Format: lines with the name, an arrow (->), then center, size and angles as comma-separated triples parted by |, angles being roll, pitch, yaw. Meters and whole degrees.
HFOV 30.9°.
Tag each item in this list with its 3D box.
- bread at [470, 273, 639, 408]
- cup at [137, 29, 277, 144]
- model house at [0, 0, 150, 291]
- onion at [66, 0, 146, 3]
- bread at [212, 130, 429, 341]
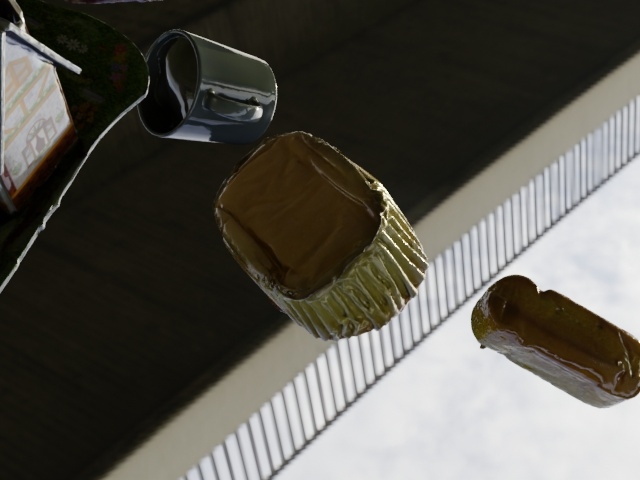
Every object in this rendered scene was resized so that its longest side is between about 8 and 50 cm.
bread -> 0.320, 0.134, 1.537 | 0.245, 0.094, 0.102 | 30, -118, -1
cup -> -0.075, -0.104, 0.844 | 0.077, 0.078, 0.100 | 7, -162, -42
model house -> -0.138, -0.040, 0.343 | 0.117, 0.088, 0.167 | 29, -112, 12
onion -> -0.117, -0.299, 0.916 | 0.216, 0.207, 0.206 | -33, -150, -33
bread -> 0.000, 0.000, 0.980 | 0.132, 0.114, 0.190 | -41, -140, -3
